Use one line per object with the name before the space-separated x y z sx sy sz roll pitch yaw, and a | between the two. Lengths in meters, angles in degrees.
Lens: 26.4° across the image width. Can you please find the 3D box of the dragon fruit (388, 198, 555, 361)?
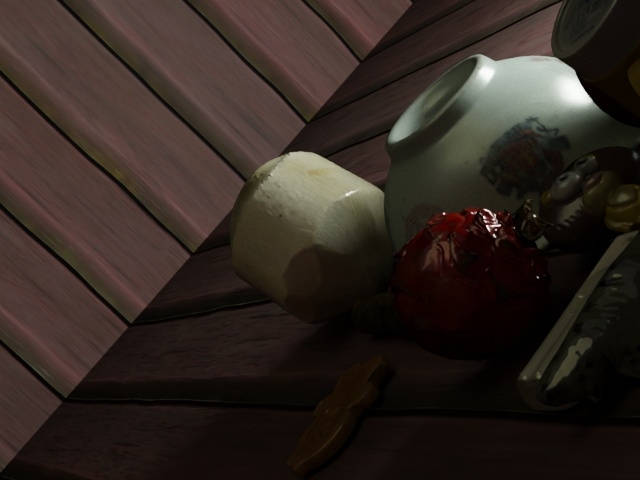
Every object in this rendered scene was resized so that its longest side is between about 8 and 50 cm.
dragon fruit | 0.169 0.050 1.516 0.209 0.172 0.172 -34 17 41

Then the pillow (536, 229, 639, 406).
pillow | 0.294 0.070 1.281 0.093 0.051 0.241 21 61 33

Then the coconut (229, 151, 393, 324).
coconut | 0.000 0.000 2.065 0.237 0.266 0.237 -43 -25 -26

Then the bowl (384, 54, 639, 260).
bowl | 0.216 -0.121 1.839 0.435 0.196 0.435 -42 14 13

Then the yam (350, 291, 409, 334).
yam | 0.106 0.098 1.814 0.061 0.061 0.253 -49 12 -15

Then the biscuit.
biscuit | 0.028 0.223 1.744 0.133 0.027 0.184 -33 19 43

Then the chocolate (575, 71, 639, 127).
chocolate | 0.390 -0.215 1.642 0.177 0.177 0.177 -43 13 12

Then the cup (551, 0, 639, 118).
cup | 0.378 -0.194 1.452 0.185 0.226 0.241 -52 18 39

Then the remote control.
remote control | 0.277 0.072 1.363 0.230 0.049 0.090 -50 16 -26

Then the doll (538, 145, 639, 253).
doll | 0.324 -0.053 1.523 0.188 0.096 0.145 -15 39 48
